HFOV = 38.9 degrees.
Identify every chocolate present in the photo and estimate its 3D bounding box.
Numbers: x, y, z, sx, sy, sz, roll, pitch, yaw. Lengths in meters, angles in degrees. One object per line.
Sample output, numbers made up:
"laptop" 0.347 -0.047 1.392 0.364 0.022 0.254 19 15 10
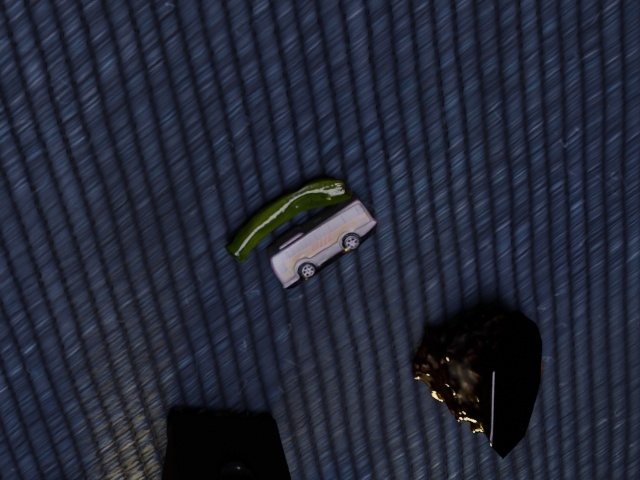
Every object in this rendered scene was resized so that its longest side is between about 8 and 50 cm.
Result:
"chocolate" 0.241 0.208 1.470 0.177 0.206 0.224 9 108 32

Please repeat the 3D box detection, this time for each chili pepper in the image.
"chili pepper" -0.051 -0.039 1.324 0.202 0.050 0.052 -32 131 3

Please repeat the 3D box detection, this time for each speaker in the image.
"speaker" -0.158 0.413 1.393 0.184 0.254 0.232 7 113 -16

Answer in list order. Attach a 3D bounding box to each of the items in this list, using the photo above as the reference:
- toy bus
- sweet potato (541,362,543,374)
"toy bus" 0.000 0.000 1.349 0.172 0.057 0.072 -33 111 3
"sweet potato" 0.351 0.238 1.544 0.034 0.034 0.095 24 118 -21
